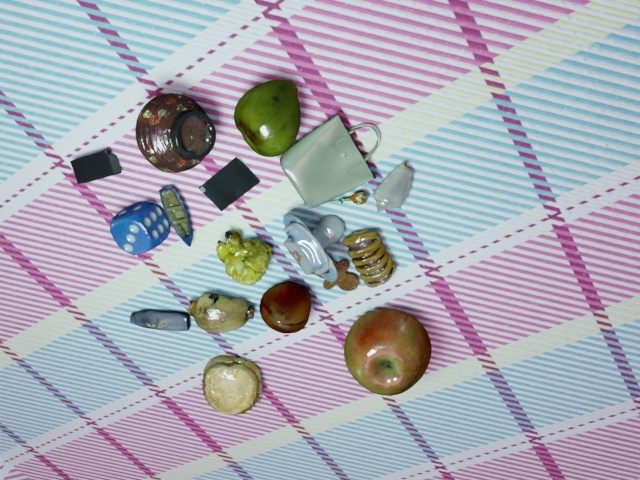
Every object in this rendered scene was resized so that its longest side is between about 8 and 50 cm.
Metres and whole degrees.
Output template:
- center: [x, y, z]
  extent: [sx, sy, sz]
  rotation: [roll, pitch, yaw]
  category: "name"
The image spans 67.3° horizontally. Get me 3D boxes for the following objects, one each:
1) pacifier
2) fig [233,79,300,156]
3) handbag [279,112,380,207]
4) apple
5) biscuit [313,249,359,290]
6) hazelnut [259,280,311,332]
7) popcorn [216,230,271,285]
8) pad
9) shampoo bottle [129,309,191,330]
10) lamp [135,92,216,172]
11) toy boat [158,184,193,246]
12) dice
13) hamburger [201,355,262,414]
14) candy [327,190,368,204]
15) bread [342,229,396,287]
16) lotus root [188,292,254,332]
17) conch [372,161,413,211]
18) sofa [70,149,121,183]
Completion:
- center: [0.000, 0.000, 1.609]
  extent: [0.207, 0.227, 0.279]
  rotation: [-38, 94, -22]
  category: "pacifier"
- center: [-0.137, -0.363, 1.409]
  extent: [0.203, 0.203, 0.225]
  rotation: [42, 82, -17]
  category: "fig"
- center: [0.047, -0.251, 1.495]
  extent: [0.315, 0.109, 0.241]
  rotation: [-27, 114, 15]
  category: "handbag"
- center: [0.243, 0.408, 1.745]
  extent: [0.319, 0.277, 0.319]
  rotation: [2, 118, 5]
  category: "apple"
- center: [0.046, 0.117, 1.739]
  extent: [0.205, 0.031, 0.138]
  rotation: [31, 112, -9]
  category: "biscuit"
- center: [-0.127, 0.253, 1.736]
  extent: [0.208, 0.208, 0.208]
  rotation: [2, 120, 4]
  category: "hazelnut"
- center: [-0.276, 0.067, 1.672]
  extent: [0.195, 0.168, 0.173]
  rotation: [20, 157, 6]
  category: "popcorn"
- center: [-0.307, -0.189, 1.620]
  extent: [0.193, 0.004, 0.116]
  rotation: [-34, 112, 21]
  category: "pad"
- center: [-0.637, 0.316, 1.910]
  extent: [0.234, 0.049, 0.087]
  rotation: [4, 118, 4]
  category: "shampoo bottle"
- center: [-0.438, -0.321, 1.439]
  extent: [0.247, 0.247, 0.247]
  rotation: [2, 120, 4]
  category: "lamp"
- center: [-0.491, -0.085, 1.672]
  extent: [0.080, 0.046, 0.229]
  rotation: [-12, 118, 11]
  category: "toy boat"
- center: [-0.620, -0.045, 1.654]
  extent: [0.146, 0.143, 0.146]
  rotation: [-14, 118, 17]
  category: "dice"
- center: [-0.357, 0.598, 1.992]
  extent: [0.286, 0.146, 0.243]
  rotation: [41, 109, -9]
  category: "hamburger"
- center: [0.067, -0.132, 1.594]
  extent: [0.185, 0.049, 0.055]
  rotation: [-8, 162, 17]
  category: "candy"
- center: [0.173, 0.063, 1.668]
  extent: [0.134, 0.081, 0.225]
  rotation: [-24, 114, 16]
  category: "bread"
- center: [-0.380, 0.270, 1.810]
  extent: [0.257, 0.140, 0.154]
  rotation: [0, 126, -1]
  category: "lotus root"
- center: [0.235, -0.166, 1.548]
  extent: [0.104, 0.094, 0.176]
  rotation: [29, 92, 4]
  category: "conch"
- center: [-0.747, -0.248, 1.608]
  extent: [0.147, 0.060, 0.085]
  rotation: [-14, 100, 13]
  category: "sofa"
